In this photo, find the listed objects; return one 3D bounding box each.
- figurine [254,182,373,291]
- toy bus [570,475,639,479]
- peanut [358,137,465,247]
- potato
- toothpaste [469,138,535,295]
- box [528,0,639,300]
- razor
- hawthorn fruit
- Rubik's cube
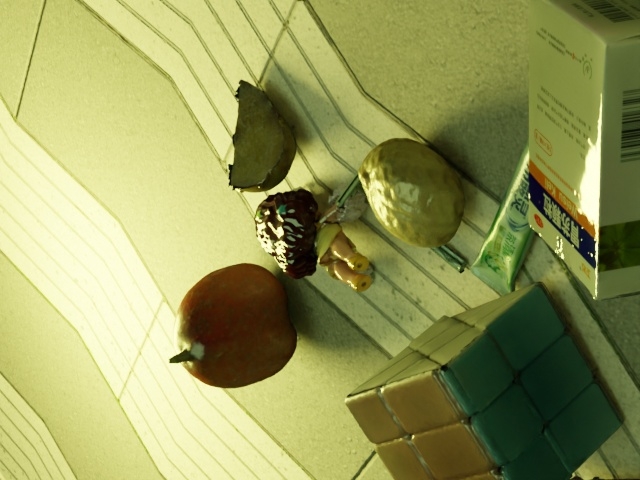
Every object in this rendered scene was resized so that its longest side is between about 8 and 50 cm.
[{"bbox_3d":[-0.002,0.000,2.022,0.240,0.116,0.175,25,130,40],"label":"figurine"},{"bbox_3d":[0.396,0.364,1.777,0.199,0.096,0.108,-13,97,51],"label":"toy bus"},{"bbox_3d":[0.120,-0.066,1.837,0.159,0.109,0.140,34,126,30],"label":"peanut"},{"bbox_3d":[-0.074,-0.153,2.068,0.100,0.089,0.172,-5,76,31],"label":"potato"},{"bbox_3d":[0.256,-0.039,1.746,0.075,0.048,0.297,37,140,21],"label":"toothpaste"},{"bbox_3d":[0.312,-0.114,1.509,0.200,0.106,0.299,-120,24,-60],"label":"box"},{"bbox_3d":[0.123,-0.024,1.922,0.211,0.036,0.084,39,99,17],"label":"razor"},{"bbox_3d":[-0.155,0.146,2.191,0.199,0.251,0.199,13,113,34],"label":"hawthorn fruit"},{"bbox_3d":[0.215,0.223,1.792,0.225,0.231,0.221,58,144,-4],"label":"Rubik's cube"}]
